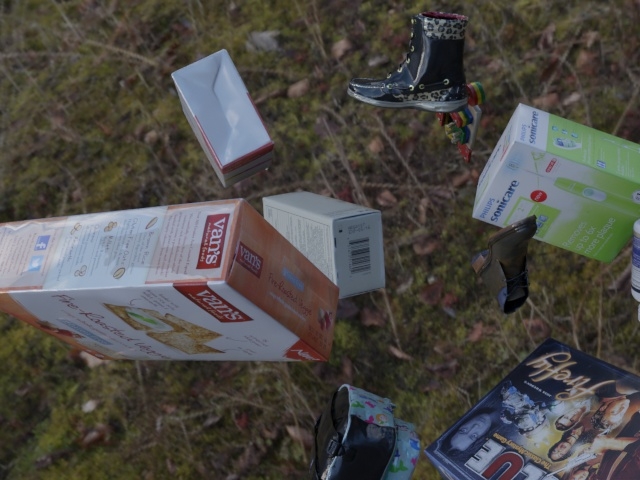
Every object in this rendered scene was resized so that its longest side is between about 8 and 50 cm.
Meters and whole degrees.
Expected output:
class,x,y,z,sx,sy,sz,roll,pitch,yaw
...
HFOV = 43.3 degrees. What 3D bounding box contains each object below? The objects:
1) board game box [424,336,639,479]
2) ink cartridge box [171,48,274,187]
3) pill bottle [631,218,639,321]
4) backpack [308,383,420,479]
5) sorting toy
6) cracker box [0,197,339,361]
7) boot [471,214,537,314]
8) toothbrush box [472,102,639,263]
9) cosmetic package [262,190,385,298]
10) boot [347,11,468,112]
class,x,y,z,sx,sy,sz,roll,pitch,yaw
board game box,0.209,0.175,0.643,0.165,0.042,0.243,-39,21,-11
ink cartridge box,-0.109,-0.129,0.927,0.067,0.198,0.115,-28,88,-6
pill bottle,0.554,0.052,1.304,0.094,0.169,0.094,-4,16,1
backpack,0.069,0.392,1.486,0.253,0.191,0.225,-123,53,-77
sorting toy,0.276,-0.266,1.677,0.046,0.274,0.132,-22,65,-7
cracker box,-0.122,0.040,0.617,0.232,0.156,0.067,-5,62,27
boot,0.314,0.040,1.284,0.082,0.219,0.106,-20,72,-12
toothbrush box,0.457,-0.102,1.501,0.283,0.206,0.122,20,48,0
cosmetic package,0.000,0.000,1.630,0.113,0.160,0.309,-11,16,-26
boot,0.166,-0.339,1.508,0.237,0.178,0.085,11,30,21
